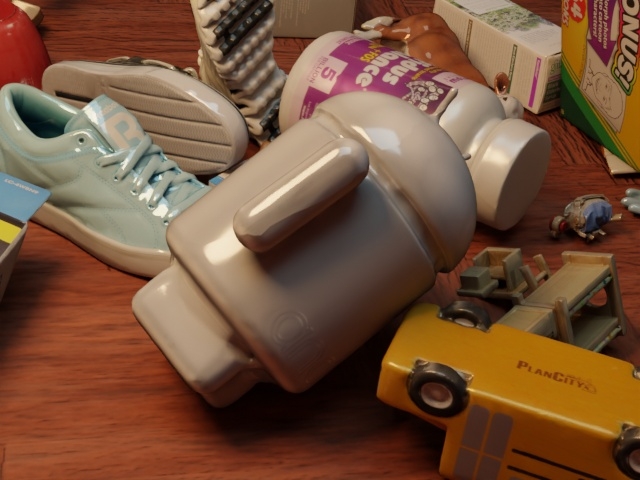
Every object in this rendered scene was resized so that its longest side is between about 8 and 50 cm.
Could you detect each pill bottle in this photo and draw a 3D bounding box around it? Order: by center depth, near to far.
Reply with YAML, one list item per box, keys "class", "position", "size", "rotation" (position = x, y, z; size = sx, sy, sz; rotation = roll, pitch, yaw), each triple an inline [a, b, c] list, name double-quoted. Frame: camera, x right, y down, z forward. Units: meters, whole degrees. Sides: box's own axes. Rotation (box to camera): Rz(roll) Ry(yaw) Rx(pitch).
- class: "pill bottle"
  position: [0.113, -0.127, 1.370]
  size: [0.301, 0.169, 0.169]
  rotation: [26, 39, 27]

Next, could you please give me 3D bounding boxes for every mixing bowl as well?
- class: "mixing bowl"
  position: [-0.450, -0.265, 1.537]
  size: [0.181, 0.098, 0.181]
  rotation: [4, 34, -3]

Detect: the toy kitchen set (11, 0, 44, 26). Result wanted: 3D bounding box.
- class: "toy kitchen set"
  position: [-0.487, -0.400, 1.662]
  size: [0.207, 0.166, 0.122]
  rotation: [18, -2, -9]

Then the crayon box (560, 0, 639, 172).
- class: "crayon box"
  position: [0.418, -0.265, 1.411]
  size: [0.106, 0.363, 0.313]
  rotation: [-16, 34, -14]

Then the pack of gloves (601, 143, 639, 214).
- class: "pack of gloves"
  position: [0.490, -0.068, 1.472]
  size: [0.232, 0.046, 0.195]
  rotation: [-3, 34, 5]

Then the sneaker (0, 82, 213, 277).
- class: "sneaker"
  position: [-0.221, -0.072, 1.252]
  size: [0.365, 0.150, 0.135]
  rotation: [19, 37, 17]

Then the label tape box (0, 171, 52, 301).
- class: "label tape box"
  position: [-0.435, 0.035, 1.063]
  size: [0.249, 0.115, 0.348]
  rotation: [21, 33, -1]

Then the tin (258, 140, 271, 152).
- class: "tin"
  position: [0.014, -0.065, 1.296]
  size: [0.189, 0.040, 0.106]
  rotation: [24, 1, 17]

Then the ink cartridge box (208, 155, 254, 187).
- class: "ink cartridge box"
  position: [-0.094, -0.061, 1.344]
  size: [0.028, 0.048, 0.083]
  rotation: [29, 41, 26]

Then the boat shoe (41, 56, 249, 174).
- class: "boat shoe"
  position: [-0.199, -0.176, 1.412]
  size: [0.335, 0.121, 0.119]
  rotation: [22, 36, 34]

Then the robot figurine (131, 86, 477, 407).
- class: "robot figurine"
  position: [0.000, 0.000, 1.067]
  size: [0.353, 0.300, 0.200]
  rotation: [-39, 75, -6]

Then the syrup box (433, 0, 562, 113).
- class: "syrup box"
  position: [0.273, -0.282, 1.681]
  size: [0.093, 0.096, 0.237]
  rotation: [-21, 44, -31]

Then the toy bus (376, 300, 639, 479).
- class: "toy bus"
  position: [0.216, 0.165, 1.001]
  size: [0.332, 0.130, 0.108]
  rotation: [16, 37, 13]

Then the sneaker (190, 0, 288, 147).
- class: "sneaker"
  position: [-0.110, -0.230, 1.397]
  size: [0.118, 0.292, 0.110]
  rotation: [25, 57, 38]

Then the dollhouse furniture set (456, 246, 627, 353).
- class: "dollhouse furniture set"
  position: [0.193, 0.092, 1.168]
  size: [0.161, 0.101, 0.182]
  rotation: [4, 26, 42]

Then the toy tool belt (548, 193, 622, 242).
- class: "toy tool belt"
  position: [0.315, -0.024, 1.359]
  size: [0.083, 0.052, 0.051]
  rotation: [-24, 37, -36]

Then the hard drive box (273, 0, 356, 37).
- class: "hard drive box"
  position: [-0.072, -0.393, 1.791]
  size: [0.232, 0.089, 0.181]
  rotation: [0, 36, -10]

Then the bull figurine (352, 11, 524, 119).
- class: "bull figurine"
  position: [0.146, -0.216, 1.561]
  size: [0.188, 0.101, 0.310]
  rotation: [-5, 37, -13]
